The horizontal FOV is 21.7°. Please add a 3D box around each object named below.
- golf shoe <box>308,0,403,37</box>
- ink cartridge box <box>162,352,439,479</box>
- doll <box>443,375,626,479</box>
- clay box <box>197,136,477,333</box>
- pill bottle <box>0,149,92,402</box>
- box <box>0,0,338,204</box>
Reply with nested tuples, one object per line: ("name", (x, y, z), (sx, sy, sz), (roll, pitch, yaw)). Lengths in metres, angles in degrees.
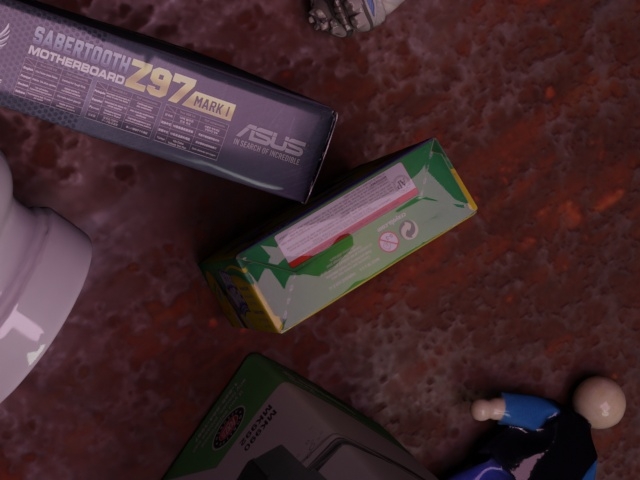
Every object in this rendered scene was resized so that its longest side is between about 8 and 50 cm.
("golf shoe", (0.007, -0.215, 1.013), (0.086, 0.069, 0.176), (-36, 117, -28))
("ink cartridge box", (-0.012, 0.214, 0.972), (0.121, 0.289, 0.211), (35, 89, -23))
("doll", (0.133, 0.157, 1.140), (0.189, 0.046, 0.129), (-37, 112, -7))
("clay box", (0.000, 0.000, 0.974), (0.127, 0.222, 0.053), (-31, 95, -10))
("pill bottle", (-0.265, -0.022, 0.907), (0.265, 0.153, 0.153), (37, 89, -23))
("box", (-0.127, -0.093, 0.921), (0.233, 0.183, 0.059), (17, 97, -21))
